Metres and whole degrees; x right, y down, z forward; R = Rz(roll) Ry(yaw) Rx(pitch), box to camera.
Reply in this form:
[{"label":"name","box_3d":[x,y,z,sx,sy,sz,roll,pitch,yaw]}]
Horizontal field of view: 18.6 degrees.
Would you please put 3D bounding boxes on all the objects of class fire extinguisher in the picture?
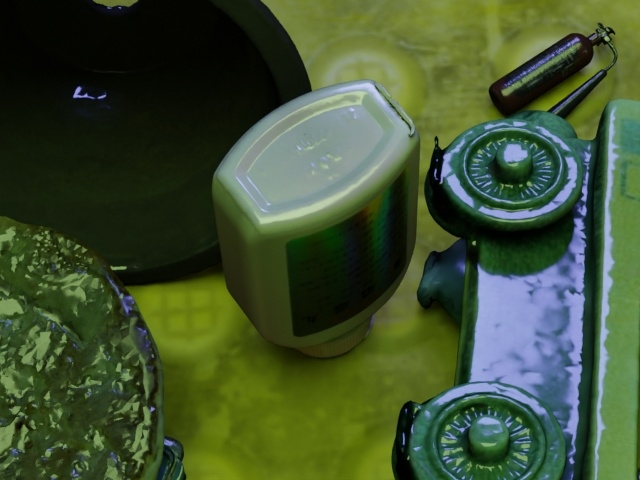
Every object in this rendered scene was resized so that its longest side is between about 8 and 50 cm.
[{"label":"fire extinguisher","box_3d":[0.165,-0.110,1.304,0.100,0.032,0.046,-32,57,-8]}]

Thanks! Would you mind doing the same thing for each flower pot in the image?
[{"label":"flower pot","box_3d":[-0.137,-0.119,1.218,0.269,0.269,0.166,-2,43,0]}]

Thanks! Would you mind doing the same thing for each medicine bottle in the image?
[{"label":"medicine bottle","box_3d":[0.000,0.000,1.146,0.115,0.219,0.078,-34,68,-14]}]

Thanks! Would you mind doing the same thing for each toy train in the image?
[{"label":"toy train","box_3d":[0.166,0.078,1.123,0.237,0.150,0.369,7,51,3]}]

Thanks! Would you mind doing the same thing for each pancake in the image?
[{"label":"pancake","box_3d":[-0.205,0.108,1.132,0.253,0.037,0.254,-1,67,3]}]

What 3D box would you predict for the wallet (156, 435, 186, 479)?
[{"label":"wallet","box_3d":[-0.188,0.154,1.163,0.202,0.059,0.141,19,71,11]}]
